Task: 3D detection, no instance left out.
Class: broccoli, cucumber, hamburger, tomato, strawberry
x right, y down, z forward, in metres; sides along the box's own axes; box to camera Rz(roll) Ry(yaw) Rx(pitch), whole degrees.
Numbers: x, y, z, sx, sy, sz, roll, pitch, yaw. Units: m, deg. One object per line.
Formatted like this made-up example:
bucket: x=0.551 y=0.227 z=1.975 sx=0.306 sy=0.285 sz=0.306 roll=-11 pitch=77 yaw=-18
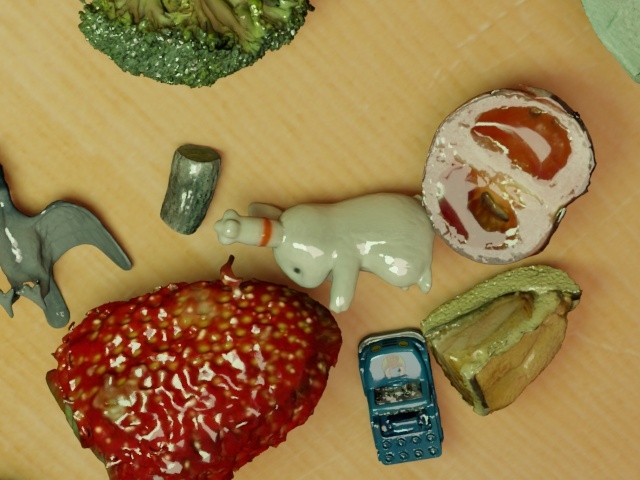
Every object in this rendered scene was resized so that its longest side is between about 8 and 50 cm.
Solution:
broccoli: x=-0.185 y=-0.348 z=1.369 sx=0.252 sy=0.221 sz=0.361 roll=-27 pitch=99 yaw=1
cucumber: x=-0.167 y=-0.064 z=1.544 sx=0.064 sy=0.064 sz=0.112 roll=15 pitch=112 yaw=-8
hamburger: x=0.248 y=0.122 z=1.611 sx=0.207 sy=0.135 sz=0.155 roll=-42 pitch=139 yaw=-7
tomato: x=0.227 y=-0.093 z=1.520 sx=0.199 sy=0.112 sz=0.228 roll=36 pitch=104 yaw=-6
strawberry: x=-0.161 y=0.155 z=1.521 sx=0.343 sy=0.292 sz=0.292 roll=-42 pitch=107 yaw=8

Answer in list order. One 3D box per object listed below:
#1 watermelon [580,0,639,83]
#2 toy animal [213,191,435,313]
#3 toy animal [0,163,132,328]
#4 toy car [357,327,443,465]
watermelon: x=0.472 y=-0.311 z=1.346 sx=0.387 sy=0.258 sz=0.228 roll=2 pitch=68 yaw=-1
toy animal: x=0.008 y=0.013 z=1.539 sx=0.282 sy=0.140 sz=0.138 roll=-5 pitch=99 yaw=-5
toy animal: x=-0.375 y=0.009 z=1.554 sx=0.239 sy=0.176 sz=0.255 roll=-7 pitch=145 yaw=4
toy car: x=0.111 y=0.224 z=1.641 sx=0.097 sy=0.100 sz=0.191 roll=-10 pitch=107 yaw=6
